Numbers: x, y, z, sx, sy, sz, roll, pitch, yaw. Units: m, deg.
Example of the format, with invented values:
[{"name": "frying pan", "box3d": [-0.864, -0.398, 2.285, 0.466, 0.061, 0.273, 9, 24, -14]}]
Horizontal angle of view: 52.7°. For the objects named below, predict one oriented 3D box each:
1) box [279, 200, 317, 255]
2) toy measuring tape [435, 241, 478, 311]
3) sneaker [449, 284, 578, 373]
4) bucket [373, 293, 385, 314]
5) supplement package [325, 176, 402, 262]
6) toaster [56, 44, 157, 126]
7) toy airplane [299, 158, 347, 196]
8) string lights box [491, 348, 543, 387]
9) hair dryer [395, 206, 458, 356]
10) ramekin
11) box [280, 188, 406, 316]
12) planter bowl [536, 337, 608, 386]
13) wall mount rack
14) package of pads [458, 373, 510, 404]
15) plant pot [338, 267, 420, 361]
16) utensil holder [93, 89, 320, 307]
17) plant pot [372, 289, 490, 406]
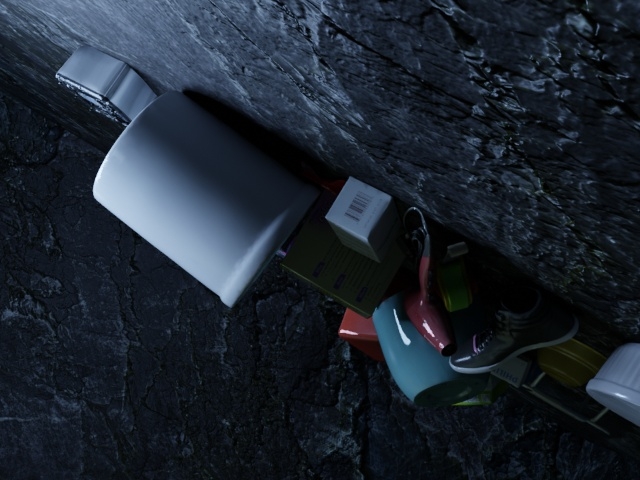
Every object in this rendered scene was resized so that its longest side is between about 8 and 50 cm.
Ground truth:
[{"name": "box", "box3d": [-0.101, -0.059, 1.735, 0.142, 0.163, 0.247, 33, 172, 9]}, {"name": "toy measuring tape", "box3d": [0.291, 0.090, 1.396, 0.121, 0.121, 0.330, 29, 171, 9]}, {"name": "sneaker", "box3d": [0.380, 0.185, 1.386, 0.295, 0.105, 0.147, -29, 121, 30]}, {"name": "bucket", "box3d": [0.073, 0.054, 1.729, 0.281, 0.183, 0.281, 29, 171, 5]}, {"name": "supplement package", "box3d": [0.096, -0.040, 1.364, 0.105, 0.105, 0.179, 28, 172, 20]}, {"name": "toaster", "box3d": [-0.497, -0.356, 1.531, 0.185, 0.110, 0.168, 28, 172, 21]}, {"name": "toy airplane", "box3d": [0.013, -0.126, 1.408, 0.151, 0.028, 0.151, 30, 173, 4]}, {"name": "string lights box", "box3d": [0.530, 0.321, 1.772, 0.133, 0.077, 0.259, 25, -168, 30]}, {"name": "hair dryer", "box3d": [0.205, 0.096, 1.312, 0.223, 0.080, 0.294, 77, 174, -77]}, {"name": "ramekin", "box3d": [0.693, 0.313, 1.304, 0.273, 0.127, 0.273, 30, 172, 5]}, {"name": "box", "box3d": [0.063, 0.032, 1.524, 0.243, 0.214, 0.117, 30, 171, 3]}, {"name": "planter bowl", "box3d": [0.625, 0.311, 1.653, 0.217, 0.090, 0.217, 30, 172, 5]}, {"name": "wall mount rack", "box3d": [0.748, 0.448, 1.954, 0.350, 0.130, 0.304, 29, 175, 11]}, {"name": "package of pads", "box3d": [0.419, 0.400, 1.883, 0.229, 0.101, 0.296, -9, 177, 28]}, {"name": "plant pot", "box3d": [0.254, 0.232, 1.972, 0.235, 0.267, 0.267, 9, 160, 39]}, {"name": "utensil holder", "box3d": [-0.249, -0.091, 1.425, 0.385, 0.328, 0.327, 36, 171, -2]}, {"name": "plant pot", "box3d": [0.296, 0.277, 1.626, 0.293, 0.235, 0.293, -7, 147, -5]}]
